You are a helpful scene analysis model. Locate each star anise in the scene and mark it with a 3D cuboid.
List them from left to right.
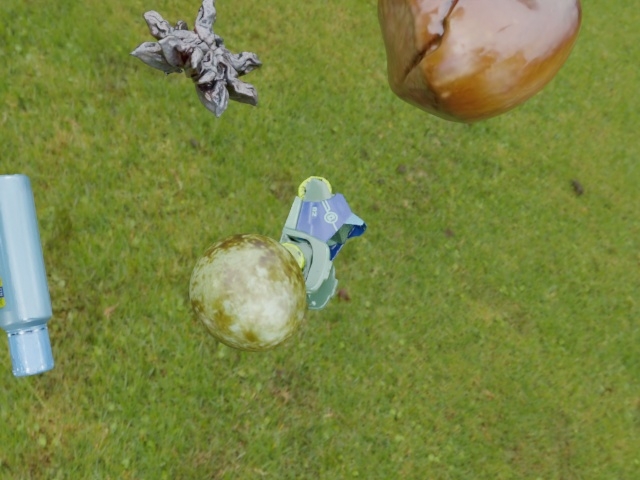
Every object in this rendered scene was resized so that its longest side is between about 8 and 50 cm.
[{"bbox_3d":[-0.232,-0.362,1.401,0.283,0.129,0.212,45,44,-13],"label":"star anise"}]

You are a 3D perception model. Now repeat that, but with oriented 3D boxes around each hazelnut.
[{"bbox_3d":[0.279,-0.382,1.275,0.315,0.372,0.372,35,28,-60],"label":"hazelnut"}]

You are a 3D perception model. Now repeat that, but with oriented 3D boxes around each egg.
[{"bbox_3d":[-0.141,0.111,1.459,0.238,0.238,0.289,-9,27,-31],"label":"egg"}]

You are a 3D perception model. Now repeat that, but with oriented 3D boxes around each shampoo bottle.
[{"bbox_3d":[-0.397,0.048,0.932,0.061,0.103,0.259,-9,88,-41],"label":"shampoo bottle"}]

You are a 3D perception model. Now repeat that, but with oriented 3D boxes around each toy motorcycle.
[{"bbox_3d":[0.000,0.000,1.769,0.199,0.191,0.327,16,72,12],"label":"toy motorcycle"}]
